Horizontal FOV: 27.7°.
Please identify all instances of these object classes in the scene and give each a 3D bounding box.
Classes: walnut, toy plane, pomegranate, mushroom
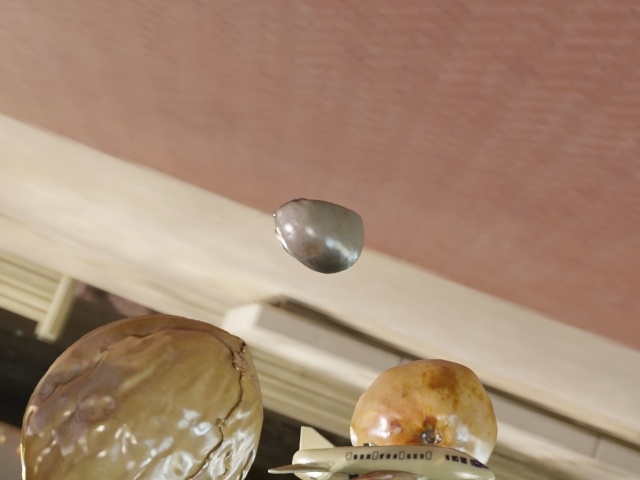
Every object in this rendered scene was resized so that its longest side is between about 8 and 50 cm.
[{"bbox_3d":[-0.159,0.170,1.157,0.198,0.245,0.198,45,163,17],"label":"walnut"},{"bbox_3d":[0.078,0.279,1.543,0.256,0.104,0.242,13,-175,18],"label":"toy plane"},{"bbox_3d":[0.145,0.257,1.809,0.207,0.207,0.207,20,168,4],"label":"pomegranate"},{"bbox_3d":[0.000,0.000,2.331,0.188,0.117,0.141,25,130,-37],"label":"mushroom"}]
